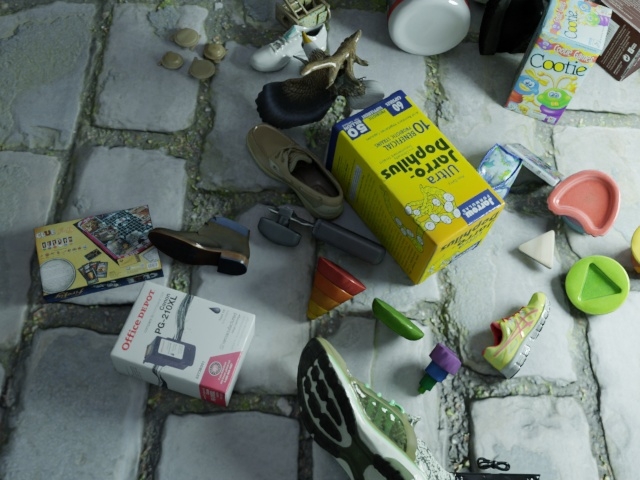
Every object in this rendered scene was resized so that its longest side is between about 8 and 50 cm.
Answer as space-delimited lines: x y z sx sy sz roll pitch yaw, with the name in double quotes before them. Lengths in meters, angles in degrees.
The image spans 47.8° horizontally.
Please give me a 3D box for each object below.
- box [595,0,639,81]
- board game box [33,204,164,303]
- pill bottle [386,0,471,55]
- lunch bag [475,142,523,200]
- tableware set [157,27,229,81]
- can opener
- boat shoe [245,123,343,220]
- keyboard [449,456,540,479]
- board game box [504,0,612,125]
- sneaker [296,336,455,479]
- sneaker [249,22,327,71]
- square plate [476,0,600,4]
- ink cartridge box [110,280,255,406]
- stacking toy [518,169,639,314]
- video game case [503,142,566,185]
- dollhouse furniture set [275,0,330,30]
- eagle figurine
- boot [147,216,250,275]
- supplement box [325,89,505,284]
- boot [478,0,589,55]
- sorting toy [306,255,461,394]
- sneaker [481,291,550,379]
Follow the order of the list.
"box" 0.827 -0.566 1.903 0.203 0.168 0.167 -34 70 -20
"board game box" -0.471 0.026 1.534 0.243 0.042 0.165 -12 64 -12
"pill bottle" 0.274 -0.685 1.892 0.210 0.210 0.362 3 61 -4
"lunch bag" 0.380 -0.122 1.646 0.096 0.129 0.151 37 64 14
"tableware set" -0.320 -0.471 1.827 0.169 0.020 0.141 25 60 9
"can opener" 0.000 0.000 1.591 0.284 0.076 0.095 25 95 8
"boat shoe" -0.056 -0.175 1.649 0.109 0.098 0.302 -36 71 -21
"keyboard" 0.334 0.472 1.385 0.180 0.023 0.108 3 68 -5
"board game box" 0.569 -0.434 1.747 0.142 0.275 0.144 21 62 6
"sneaker" 0.104 0.357 1.388 0.182 0.158 0.410 -10 56 -46
"sneaker" -0.082 -0.499 1.823 0.212 0.094 0.080 -24 68 -17
"square plate" 0.582 -0.665 1.846 0.344 0.347 0.049 10 79 0
"ink cartridge box" -0.268 0.203 1.425 0.237 0.100 0.172 17 61 4
"stacking toy" 0.630 0.016 1.639 0.279 0.130 0.309 -46 70 3
"video game case" 0.504 -0.181 1.696 0.143 0.019 0.157 41 23 15
"dollhouse furniture set" -0.014 -0.640 1.867 0.182 0.161 0.101 -36 71 -20
"eagle figurine" 0.000 -0.382 1.692 0.226 0.298 0.225 4 76 -23
"boot" -0.254 -0.005 1.552 0.219 0.082 0.106 21 50 -12
"supplement box" 0.194 -0.118 1.588 0.194 0.195 0.356 -31 69 -20
"boot" 0.553 -0.585 1.793 0.260 0.348 0.131 3 68 1
"sorting toy" 0.110 0.186 1.490 0.366 0.127 0.126 37 94 11
"sneaker" 0.409 0.182 1.514 0.094 0.081 0.208 30 64 13
